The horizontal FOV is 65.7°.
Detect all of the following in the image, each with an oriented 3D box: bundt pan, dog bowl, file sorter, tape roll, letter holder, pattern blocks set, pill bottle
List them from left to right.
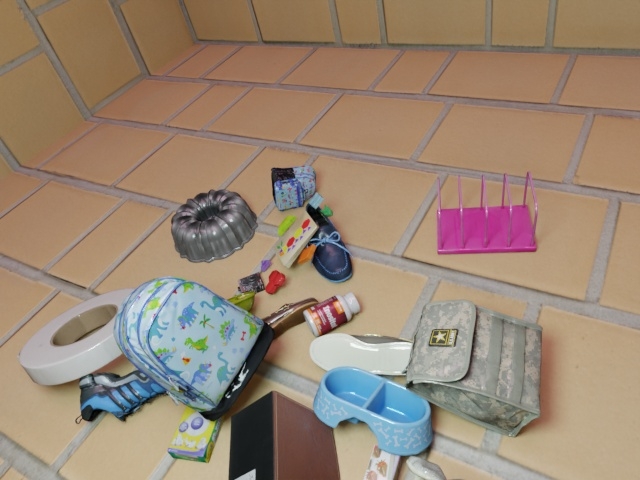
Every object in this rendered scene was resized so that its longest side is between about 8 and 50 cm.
[{"bbox_3d":[-0.702,0.280,1.503,0.393,0.071,0.392,-17,24,8],"label":"tape roll"},{"bbox_3d":[-0.407,-0.075,1.846,0.331,0.124,0.330,-8,42,7],"label":"bundt pan"},{"bbox_3d":[-0.076,0.530,1.101,0.152,0.214,0.301,-38,35,24],"label":"letter holder"},{"bbox_3d":[-0.081,-0.001,1.622,0.325,0.026,0.285,-46,32,16],"label":"pattern blocks set"},{"bbox_3d":[0.034,0.210,1.435,0.152,0.086,0.086,-26,43,-11],"label":"pill bottle"},{"bbox_3d":[0.123,0.390,1.174,0.298,0.074,0.166,15,24,27],"label":"dog bowl"},{"bbox_3d":[0.510,-0.093,1.547,0.291,0.182,0.202,-2,44,14],"label":"file sorter"}]

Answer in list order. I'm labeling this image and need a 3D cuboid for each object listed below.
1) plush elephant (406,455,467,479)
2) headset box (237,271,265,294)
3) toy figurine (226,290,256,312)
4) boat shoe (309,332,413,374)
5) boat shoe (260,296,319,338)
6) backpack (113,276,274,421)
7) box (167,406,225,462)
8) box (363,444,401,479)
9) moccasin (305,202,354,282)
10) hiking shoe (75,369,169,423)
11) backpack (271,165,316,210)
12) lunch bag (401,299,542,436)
[{"bbox_3d":[0.222,0.541,0.879,0.272,0.255,0.330,21,44,11],"label":"plush elephant"},{"bbox_3d":[-0.230,0.147,1.621,0.083,0.032,0.062,-20,42,-7],"label":"headset box"},{"bbox_3d":[-0.317,0.305,1.423,0.363,0.217,0.191,-19,-9,-46],"label":"toy figurine"},{"bbox_3d":[0.124,0.301,1.309,0.305,0.091,0.109,-1,84,21],"label":"boat shoe"},{"bbox_3d":[-0.102,0.222,1.473,0.207,0.073,0.073,-27,45,-13],"label":"boat shoe"},{"bbox_3d":[-0.311,0.233,1.195,0.290,0.356,0.273,-56,12,-22],"label":"backpack"},{"bbox_3d":[-0.310,0.475,1.288,0.105,0.043,0.179,0,42,16],"label":"box"},{"bbox_3d":[0.096,0.592,1.025,0.063,0.067,0.324,8,46,23],"label":"box"},{"bbox_3d":[0.000,0.000,1.647,0.138,0.116,0.342,-24,43,-9],"label":"moccasin"},{"bbox_3d":[-0.515,0.430,1.373,0.304,0.113,0.131,-6,71,4],"label":"hiking shoe"},{"bbox_3d":[-0.093,-0.202,1.872,0.174,0.158,0.116,-10,49,-11],"label":"backpack"},{"bbox_3d":[0.351,0.279,1.163,0.287,0.168,0.235,18,49,8],"label":"lunch bag"}]
